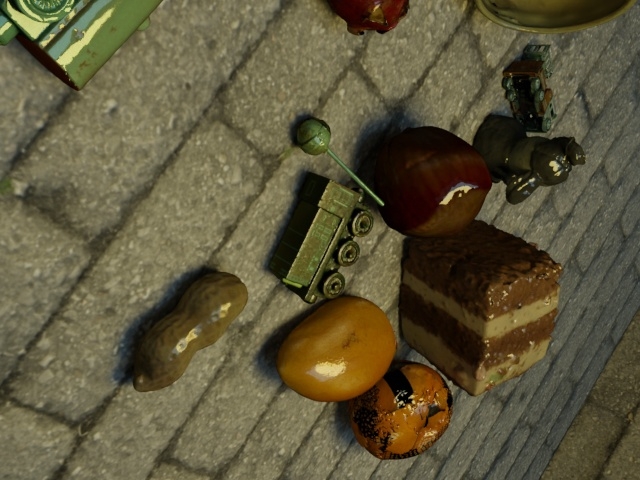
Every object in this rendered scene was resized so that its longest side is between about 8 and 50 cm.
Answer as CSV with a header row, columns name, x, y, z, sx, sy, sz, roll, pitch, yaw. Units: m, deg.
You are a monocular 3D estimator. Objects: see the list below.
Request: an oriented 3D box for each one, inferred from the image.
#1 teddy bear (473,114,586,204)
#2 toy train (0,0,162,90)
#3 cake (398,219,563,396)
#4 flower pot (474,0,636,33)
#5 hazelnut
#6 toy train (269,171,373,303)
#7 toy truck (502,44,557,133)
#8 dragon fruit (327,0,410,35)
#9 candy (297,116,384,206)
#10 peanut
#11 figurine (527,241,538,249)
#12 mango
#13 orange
name,x,y,z,sx,sy,sz,roll,pitch,yaw
teddy bear,0.435,-0.159,1.346,0.171,0.251,0.144,-47,135,3
toy train,-0.244,-0.302,0.696,0.285,0.116,0.177,-54,149,-12
cake,0.333,0.134,1.351,0.256,0.282,0.290,-13,122,-33
flower pot,0.417,-0.536,1.104,0.308,0.308,0.243,18,77,-47
hazelnut,0.195,-0.107,1.148,0.230,0.230,0.229,-21,123,-37
toy train,0.000,0.000,1.091,0.137,0.090,0.225,24,92,-41
toy truck,0.483,-0.335,1.409,0.115,0.080,0.177,-55,136,-24
dragon fruit,0.040,-0.402,0.928,0.246,0.125,0.125,36,96,-31
candy,0.040,-0.125,1.045,0.202,0.061,0.061,42,77,-21
peanut,-0.202,0.139,0.957,0.228,0.086,0.104,-45,153,-18
figurine,0.518,0.060,1.623,0.178,0.114,0.144,-29,121,-47
mango,0.026,0.218,1.182,0.257,0.138,0.187,-26,114,-41
orange,0.173,0.369,1.360,0.235,0.182,0.234,-18,123,-30
